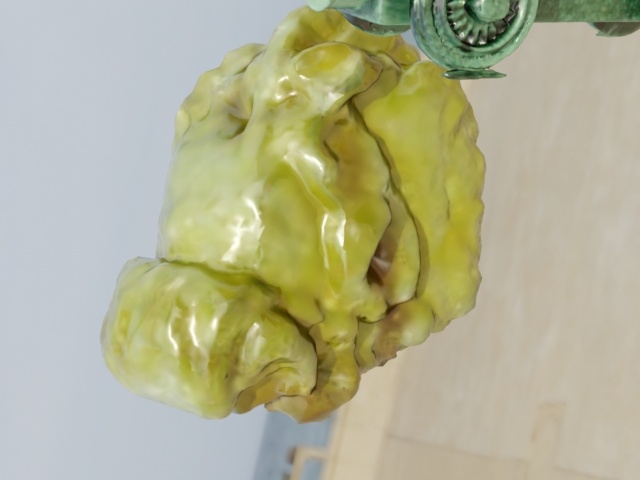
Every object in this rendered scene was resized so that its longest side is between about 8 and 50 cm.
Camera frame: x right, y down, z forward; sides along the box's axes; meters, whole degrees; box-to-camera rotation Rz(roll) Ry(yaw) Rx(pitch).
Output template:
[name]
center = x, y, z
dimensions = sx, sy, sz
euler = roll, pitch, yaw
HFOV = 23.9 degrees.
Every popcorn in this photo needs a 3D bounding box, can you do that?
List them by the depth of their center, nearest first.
[popcorn]
center = 0.000, 0.000, 0.986
dimensions = 0.173, 0.225, 0.286
euler = 5, 67, 53

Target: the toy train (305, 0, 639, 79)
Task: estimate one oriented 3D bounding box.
[toy train]
center = 0.108, -0.159, 0.669
dimensions = 0.105, 0.253, 0.157
euler = 34, 125, 58
